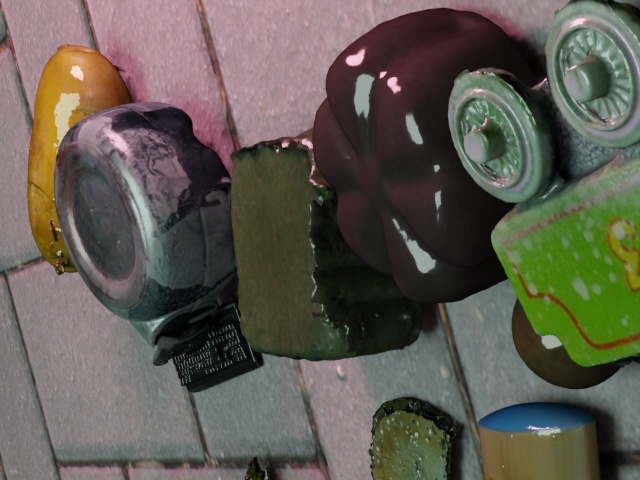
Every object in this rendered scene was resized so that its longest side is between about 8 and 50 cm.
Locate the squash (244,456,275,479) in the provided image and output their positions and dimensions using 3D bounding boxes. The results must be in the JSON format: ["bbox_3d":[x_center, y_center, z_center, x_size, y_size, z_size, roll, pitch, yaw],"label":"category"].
[{"bbox_3d":[-0.037,0.412,1.893,0.318,0.071,0.080,64,149,20],"label":"squash"}]

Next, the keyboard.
[{"bbox_3d":[-0.137,0.133,1.992,0.230,0.025,0.094,-29,80,61],"label":"keyboard"}]

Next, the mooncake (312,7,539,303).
[{"bbox_3d":[0.095,-0.071,1.366,0.245,0.133,0.245,44,146,40],"label":"mooncake"}]

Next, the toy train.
[{"bbox_3d":[0.233,-0.052,1.087,0.249,0.173,0.307,64,151,2],"label":"toy train"}]

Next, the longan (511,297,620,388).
[{"bbox_3d":[0.203,0.062,1.267,0.113,0.092,0.113,-27,56,50],"label":"longan"}]

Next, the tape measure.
[{"bbox_3d":[-0.204,-0.029,1.897,0.256,0.147,0.275,45,139,31],"label":"tape measure"}]

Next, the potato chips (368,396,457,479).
[{"bbox_3d":[0.107,0.265,1.612,0.202,0.029,0.220,-23,80,62],"label":"potato chips"}]

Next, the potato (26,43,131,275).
[{"bbox_3d":[-0.306,-0.098,2.067,0.173,0.140,0.300,28,118,46],"label":"potato"}]

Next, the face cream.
[{"bbox_3d":[0.198,0.273,1.399,0.139,0.067,0.285,15,117,55],"label":"face cream"}]

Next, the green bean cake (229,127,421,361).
[{"bbox_3d":[0.000,0.000,1.574,0.222,0.125,0.227,0,102,64],"label":"green bean cake"}]
